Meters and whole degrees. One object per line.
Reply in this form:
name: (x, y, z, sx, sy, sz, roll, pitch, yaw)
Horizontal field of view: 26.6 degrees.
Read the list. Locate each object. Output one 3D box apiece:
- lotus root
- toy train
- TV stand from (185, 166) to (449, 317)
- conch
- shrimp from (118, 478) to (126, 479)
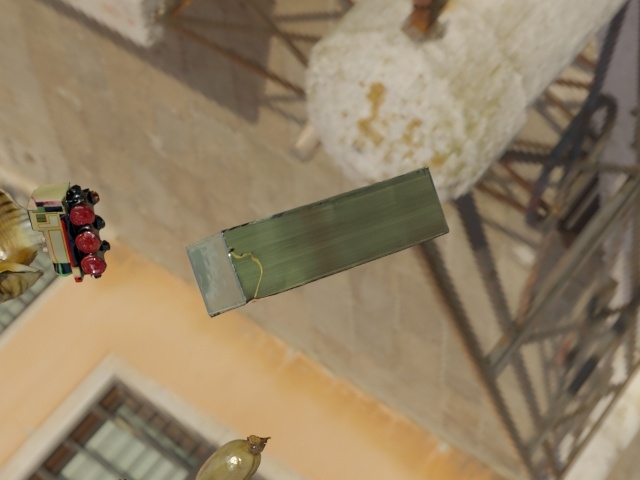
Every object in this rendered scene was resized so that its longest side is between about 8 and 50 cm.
lotus root: (-0.131, 0.324, 1.930, 0.062, 0.150, 0.073, 53, -158, 22)
toy train: (-0.314, -0.008, 1.701, 0.087, 0.050, 0.138, -4, 124, 5)
TV stand: (0.000, 0.000, 1.417, 0.088, 0.269, 0.083, -19, 89, 57)
conch: (-0.570, 0.008, 1.995, 0.186, 0.324, 0.263, 24, 106, 32)
shrimp: (-0.215, 0.343, 1.192, 0.145, 0.254, 0.059, 37, -176, 30)
